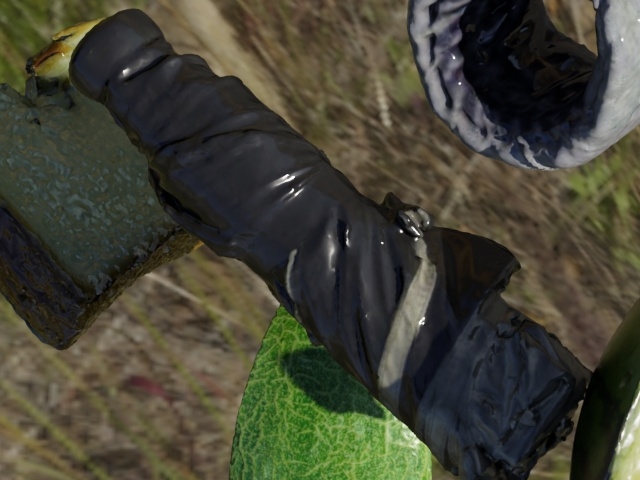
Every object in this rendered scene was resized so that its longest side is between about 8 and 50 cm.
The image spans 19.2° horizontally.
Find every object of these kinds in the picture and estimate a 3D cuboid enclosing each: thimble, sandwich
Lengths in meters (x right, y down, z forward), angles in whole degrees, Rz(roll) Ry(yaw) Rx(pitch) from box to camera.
[{"bbox_3d":[0.203,-0.185,1.574,0.157,0.245,0.217,-37,85,-35],"label":"thimble"},{"bbox_3d":[-0.212,-0.065,1.710,0.249,0.273,0.095,48,142,7],"label":"sandwich"}]

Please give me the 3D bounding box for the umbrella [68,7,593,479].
[{"bbox_3d":[0.004,-0.005,1.079,0.358,0.106,0.113,42,114,10],"label":"umbrella"}]

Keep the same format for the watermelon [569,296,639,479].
[{"bbox_3d":[0.268,0.119,1.035,0.331,0.189,0.331,-3,104,-11],"label":"watermelon"}]

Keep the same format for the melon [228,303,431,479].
[{"bbox_3d":[0.019,0.149,1.767,0.196,0.124,0.323,6,103,12],"label":"melon"}]
